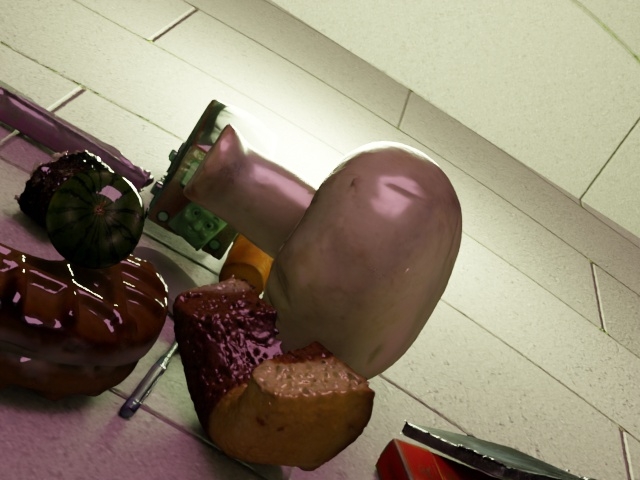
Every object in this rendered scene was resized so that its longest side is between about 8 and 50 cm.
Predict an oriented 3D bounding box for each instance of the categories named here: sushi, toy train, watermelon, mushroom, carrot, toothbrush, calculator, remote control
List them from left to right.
[{"bbox_3d":[-0.299,-0.057,1.630,0.078,0.090,0.150,35,21,17],"label":"sushi"},{"bbox_3d":[-0.219,-0.019,1.321,0.109,0.109,0.109,29,20,-12],"label":"watermelon"},{"bbox_3d":[-0.177,0.141,1.459,0.016,0.019,0.219,31,20,-1],"label":"toothbrush"},{"bbox_3d":[-0.146,0.090,1.620,0.245,0.022,0.077,44,20,25],"label":"remote control"},{"bbox_3d":[-0.145,-0.096,1.861,0.129,0.159,0.326,33,18,-9],"label":"toy train"},{"bbox_3d":[-0.081,0.017,1.801,0.087,0.087,0.193,32,18,-6],"label":"carrot"},{"bbox_3d":[0.033,0.008,1.609,0.356,0.315,0.315,56,4,-36],"label":"mushroom"},{"bbox_3d":[0.230,0.272,1.666,0.161,0.021,0.262,19,-1,44],"label":"calculator"}]

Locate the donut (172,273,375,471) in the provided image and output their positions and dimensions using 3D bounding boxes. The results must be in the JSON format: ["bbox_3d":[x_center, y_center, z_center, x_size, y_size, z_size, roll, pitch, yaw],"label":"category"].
[{"bbox_3d":[-0.076,0.157,1.420,0.112,0.151,0.295,2,21,-33],"label":"donut"}]

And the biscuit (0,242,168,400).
[{"bbox_3d":[-0.325,0.034,1.338,0.366,0.115,0.268,26,20,-18],"label":"biscuit"}]

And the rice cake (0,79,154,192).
[{"bbox_3d":[-0.346,-0.138,1.806,0.270,0.049,0.055,31,-2,-9],"label":"rice cake"}]

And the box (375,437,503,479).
[{"bbox_3d":[0.156,0.302,1.555,0.175,0.048,0.112,24,22,-25],"label":"box"}]
